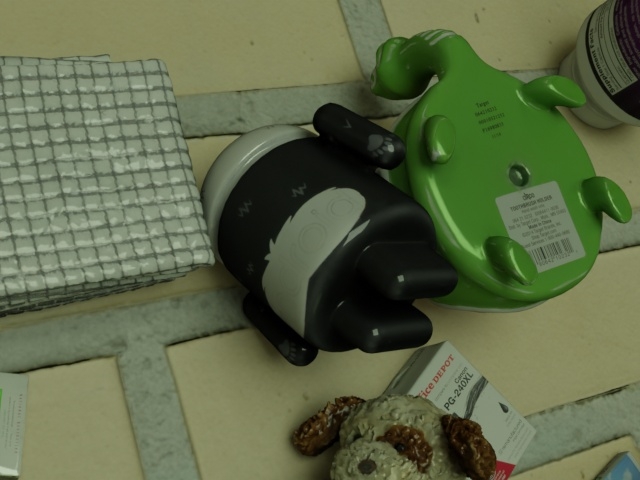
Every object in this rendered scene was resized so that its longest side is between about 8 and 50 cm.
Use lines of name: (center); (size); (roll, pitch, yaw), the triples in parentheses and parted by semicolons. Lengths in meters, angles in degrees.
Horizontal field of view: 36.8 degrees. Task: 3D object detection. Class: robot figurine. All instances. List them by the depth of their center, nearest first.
robot figurine: (0.002, -0.002, 0.948); (0.209, 0.173, 0.278); (-44, 53, -11)

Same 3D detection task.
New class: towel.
towel: (-0.264, -0.051, 0.909); (0.284, 0.121, 0.235); (-10, 76, -27)

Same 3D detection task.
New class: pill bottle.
pill bottle: (0.454, -0.260, 1.219); (0.181, 0.323, 0.181); (9, 69, -24)

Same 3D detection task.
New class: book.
book: (-0.337, 0.160, 0.849); (0.144, 0.035, 0.096); (8, 65, -23)

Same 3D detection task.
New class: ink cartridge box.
ink cartridge box: (0.146, 0.201, 1.055); (0.150, 0.063, 0.109); (45, 59, -6)

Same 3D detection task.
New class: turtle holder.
turtle holder: (0.148, -0.065, 1.054); (0.320, 0.227, 0.243); (43, 60, -6)

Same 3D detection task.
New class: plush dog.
plush dog: (0.071, 0.260, 0.931); (0.210, 0.262, 0.225); (31, 67, -52)

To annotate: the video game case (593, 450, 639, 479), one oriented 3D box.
video game case: (0.363, 0.389, 1.123); (0.193, 0.023, 0.212); (-34, 90, -32)
